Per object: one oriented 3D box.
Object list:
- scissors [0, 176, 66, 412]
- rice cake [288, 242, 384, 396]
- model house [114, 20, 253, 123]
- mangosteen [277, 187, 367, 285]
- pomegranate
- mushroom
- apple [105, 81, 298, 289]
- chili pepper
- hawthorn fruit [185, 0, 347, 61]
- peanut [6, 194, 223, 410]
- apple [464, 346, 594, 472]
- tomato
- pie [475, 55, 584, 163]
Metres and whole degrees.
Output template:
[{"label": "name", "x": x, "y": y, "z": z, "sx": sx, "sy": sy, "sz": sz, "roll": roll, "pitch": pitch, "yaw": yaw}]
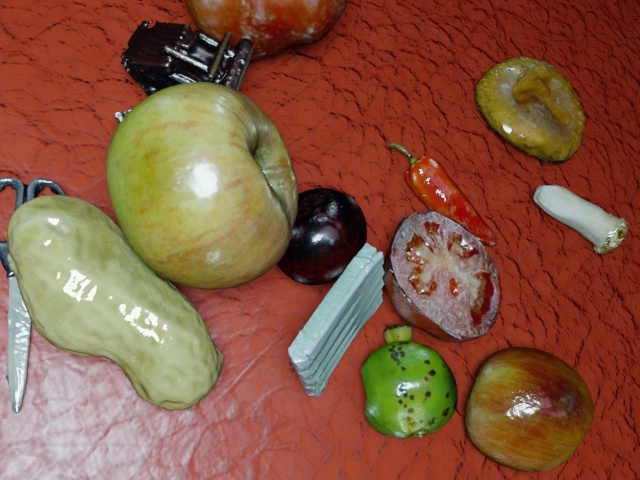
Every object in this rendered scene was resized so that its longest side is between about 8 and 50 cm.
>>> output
[{"label": "scissors", "x": -0.375, "y": 0.061, "z": 0.665, "sx": 0.109, "sy": 0.022, "sz": 0.300, "roll": 0, "pitch": 74, "yaw": -23}, {"label": "rice cake", "x": 0.028, "y": 0.116, "z": 0.737, "sx": 0.037, "sy": 0.189, "sz": 0.198, "roll": 26, "pitch": 65, "yaw": 20}, {"label": "model house", "x": -0.212, "y": -0.221, "z": 0.766, "sx": 0.164, "sy": 0.141, "sz": 0.203, "roll": 23, "pitch": 68, "yaw": -25}, {"label": "mangosteen", "x": 0.000, "y": 0.000, "z": 0.783, "sx": 0.152, "sy": 0.152, "sz": 0.152, "roll": 7, "pitch": 70, "yaw": -20}, {"label": "pomegranate", "x": 0.133, "y": 0.201, "z": 0.769, "sx": 0.143, "sy": 0.122, "sz": 0.169, "roll": 15, "pitch": 68, "yaw": -15}, {"label": "mushroom", "x": 0.509, "y": -0.049, "z": 1.046, "sx": 0.209, "sy": 0.071, "sz": 0.084, "roll": 29, "pitch": 96, "yaw": -8}, {"label": "apple", "x": -0.136, "y": -0.060, "z": 0.637, "sx": 0.194, "sy": 0.261, "sz": 0.260, "roll": -16, "pitch": 75, "yaw": 19}, {"label": "chili pepper", "x": 0.221, "y": -0.079, "z": 0.941, "sx": 0.272, "sy": 0.063, "sz": 0.071, "roll": 45, "pitch": 74, "yaw": -6}, {"label": "hawthorn fruit", "x": -0.079, "y": -0.432, "z": 0.836, "sx": 0.284, "sy": 0.284, "sz": 0.284, "roll": 7, "pitch": 70, "yaw": -20}, {"label": "peanut", "x": -0.254, "y": 0.085, "z": 0.642, "sx": 0.319, "sy": 0.147, "sz": 0.147, "roll": 50, "pitch": 61, "yaw": -11}, {"label": "apple", "x": 0.320, "y": 0.256, "z": 0.823, "sx": 0.173, "sy": 0.160, "sz": 0.195, "roll": 27, "pitch": 55, "yaw": 12}, {"label": "tomato", "x": 0.183, "y": 0.062, "z": 0.851, "sx": 0.225, "sy": 0.085, "sz": 0.225, "roll": 13, "pitch": 59, "yaw": -23}, {"label": "pie", "x": 0.444, "y": -0.275, "z": 1.096, "sx": 0.273, "sy": 0.069, "sz": 0.273, "roll": 10, "pitch": 65, "yaw": -21}]
